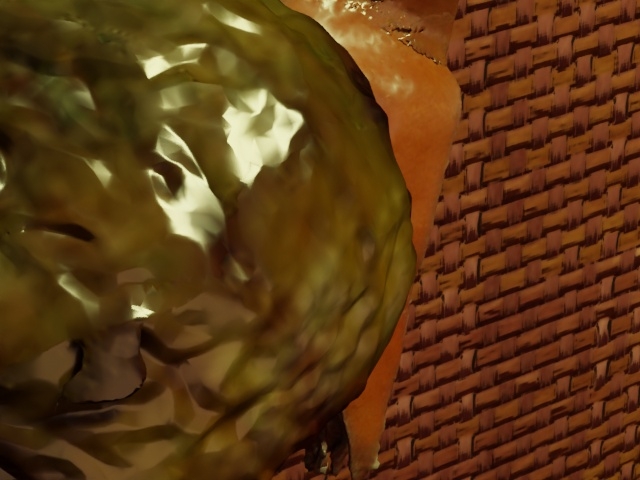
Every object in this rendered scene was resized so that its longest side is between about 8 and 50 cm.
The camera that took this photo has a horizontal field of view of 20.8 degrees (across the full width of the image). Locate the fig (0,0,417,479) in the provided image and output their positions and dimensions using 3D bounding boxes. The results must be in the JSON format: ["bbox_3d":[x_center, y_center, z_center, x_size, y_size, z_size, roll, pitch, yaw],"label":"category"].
[{"bbox_3d":[-0.158,-0.037,0.662,0.368,0.286,0.286,43,84,-18],"label":"fig"}]

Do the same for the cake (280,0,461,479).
[{"bbox_3d":[-0.004,-0.002,0.882,0.135,0.098,0.287,-10,114,-34],"label":"cake"}]
